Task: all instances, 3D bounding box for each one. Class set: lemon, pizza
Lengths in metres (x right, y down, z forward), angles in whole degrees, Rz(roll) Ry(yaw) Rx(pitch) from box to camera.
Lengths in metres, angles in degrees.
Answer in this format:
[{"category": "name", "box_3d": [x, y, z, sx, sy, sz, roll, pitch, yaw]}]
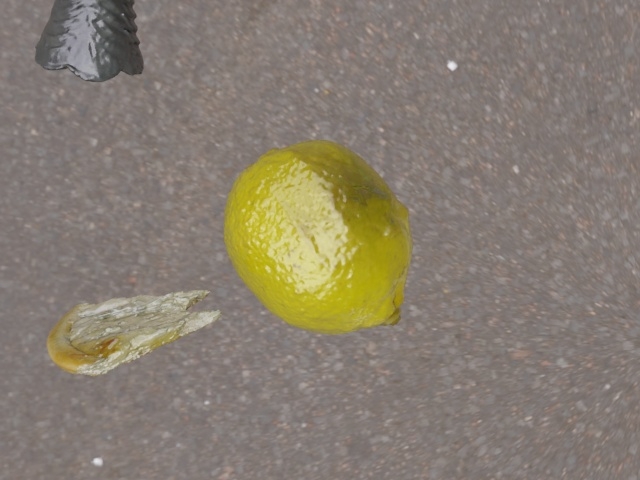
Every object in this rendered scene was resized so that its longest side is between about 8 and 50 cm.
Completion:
[{"category": "lemon", "box_3d": [0.000, 0.000, 1.436, 0.268, 0.268, 0.322, -45, 74, 10]}, {"category": "pizza", "box_3d": [-0.265, 0.121, 1.384, 0.262, 0.181, 0.034, -14, 117, 5]}]

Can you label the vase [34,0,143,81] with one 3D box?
[{"category": "vase", "box_3d": [-0.213, -0.284, 0.946, 0.115, 0.115, 0.237, 26, 122, 20]}]
